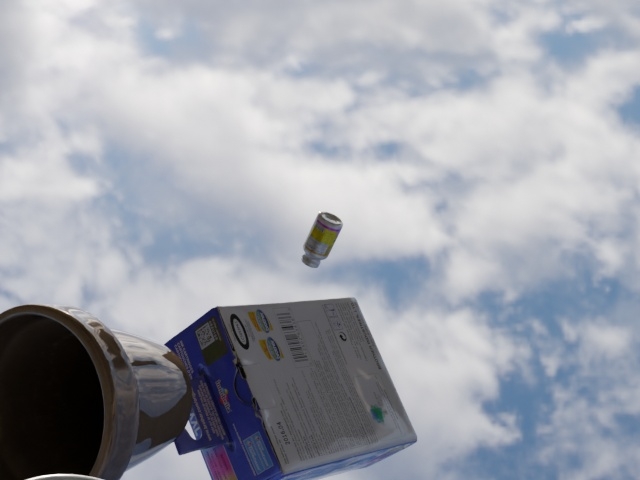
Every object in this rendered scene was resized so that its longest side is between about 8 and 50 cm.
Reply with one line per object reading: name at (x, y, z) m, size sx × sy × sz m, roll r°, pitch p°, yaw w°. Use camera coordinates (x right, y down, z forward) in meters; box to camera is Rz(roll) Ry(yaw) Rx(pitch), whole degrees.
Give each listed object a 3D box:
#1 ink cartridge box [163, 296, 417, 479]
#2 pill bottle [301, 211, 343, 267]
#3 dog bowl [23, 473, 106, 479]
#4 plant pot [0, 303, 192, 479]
ink cartridge box at (-0.064, 0.237, 1.707) m, size 0.151 × 0.395 × 0.270 m, roll -36°, pitch -112°, yaw 33°
pill bottle at (0.000, 0.000, 1.715) m, size 0.043 × 0.083 × 0.043 m, roll 22°, pitch -156°, yaw -10°
dog bowl at (-0.179, 0.312, 0.827) m, size 0.104 × 0.265 × 0.265 m, roll -49°, pitch -146°, yaw 26°
plant pot at (-0.293, 0.210, 1.438) m, size 0.263 × 0.263 × 0.229 m, roll 19°, pitch -173°, yaw 30°
